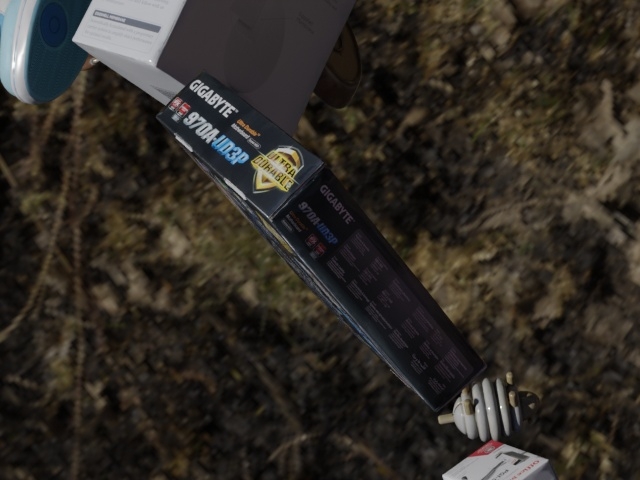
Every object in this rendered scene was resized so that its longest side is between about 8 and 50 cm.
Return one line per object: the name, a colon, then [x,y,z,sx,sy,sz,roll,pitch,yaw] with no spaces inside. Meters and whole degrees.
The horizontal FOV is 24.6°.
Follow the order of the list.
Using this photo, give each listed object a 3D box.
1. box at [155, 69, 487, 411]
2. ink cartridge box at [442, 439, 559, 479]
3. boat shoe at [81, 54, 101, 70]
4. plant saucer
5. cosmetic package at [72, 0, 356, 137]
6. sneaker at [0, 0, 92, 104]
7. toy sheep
box: [0.000,0.000,0.979,0.220,0.051,0.175,49,175,-38]
ink cartridge box: [0.247,0.331,1.998,0.135,0.099,0.056,9,127,61]
boat shoe: [-0.230,-0.345,1.997,0.324,0.123,0.116,-30,126,2]
plant saucer: [0.004,-0.237,1.718,0.029,0.168,0.168,-21,102,25]
cosmetic package: [-0.099,-0.244,1.527,0.138,0.224,0.224,21,81,40]
sneaker: [-0.377,-0.308,1.761,0.208,0.127,0.319,1,69,23]
toy sheep: [0.216,0.216,1.881,0.132,0.091,0.091,-7,111,8]
